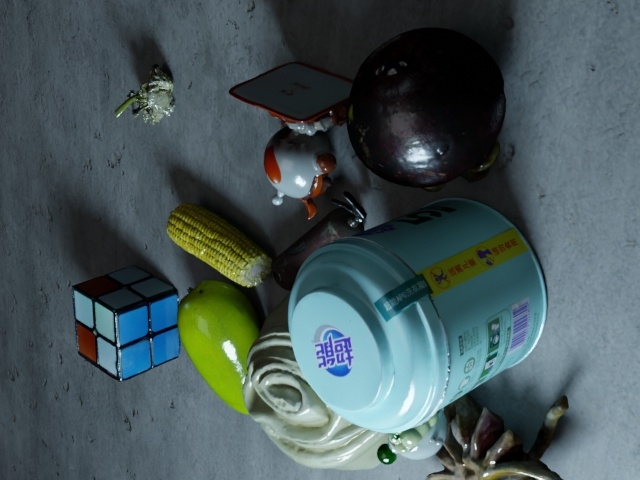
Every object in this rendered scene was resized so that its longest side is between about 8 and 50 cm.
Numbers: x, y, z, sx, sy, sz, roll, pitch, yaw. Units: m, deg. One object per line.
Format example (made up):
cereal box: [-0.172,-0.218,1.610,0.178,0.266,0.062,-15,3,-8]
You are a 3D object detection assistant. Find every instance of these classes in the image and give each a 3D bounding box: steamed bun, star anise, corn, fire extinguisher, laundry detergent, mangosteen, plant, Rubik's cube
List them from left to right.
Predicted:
Rubik's cube: [-0.428,0.181,2.160,0.180,0.167,0.183,25,122,39]
plant: [-0.351,-0.283,1.919,0.104,0.122,0.116,45,142,41]
corn: [-0.200,0.004,1.894,0.244,0.093,0.093,29,126,34]
steamed bun: [-0.021,0.261,1.710,0.310,0.219,0.324,46,135,25]
fire extinguisher: [0.000,0.000,1.681,0.089,0.072,0.267,36,140,-14]
laundry detergent: [0.126,0.110,1.421,0.287,0.305,0.287,21,120,41]
mangosteen: [0.158,-0.164,1.361,0.228,0.228,0.265,10,151,45]
star anise: [0.267,0.359,1.514,0.292,0.109,0.349,25,110,45]

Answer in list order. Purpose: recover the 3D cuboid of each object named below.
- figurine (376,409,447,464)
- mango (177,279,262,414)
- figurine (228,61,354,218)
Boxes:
figurine: [0.144,0.296,1.547,0.093,0.147,0.197,42,167,-1]
mango: [-0.180,0.214,1.932,0.175,0.143,0.293,-13,107,43]
figurine: [-0.032,-0.149,1.620,0.183,0.160,0.226,28,134,38]
